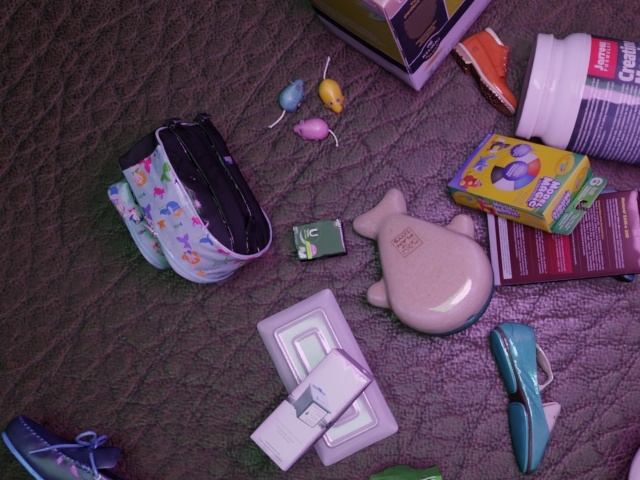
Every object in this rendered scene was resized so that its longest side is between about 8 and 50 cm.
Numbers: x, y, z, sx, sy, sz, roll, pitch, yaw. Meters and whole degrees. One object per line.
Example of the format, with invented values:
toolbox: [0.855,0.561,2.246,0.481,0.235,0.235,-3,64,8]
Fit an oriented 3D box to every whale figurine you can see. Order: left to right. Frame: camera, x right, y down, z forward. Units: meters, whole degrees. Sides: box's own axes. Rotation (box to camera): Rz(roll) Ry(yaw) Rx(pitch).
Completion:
whale figurine: [0.169,0.039,1.482,0.216,0.141,0.272,-41,57,2]

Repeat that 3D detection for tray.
tray: [0.009,0.230,1.513,0.145,0.030,0.270,-27,82,2]

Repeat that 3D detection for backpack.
backpack: [-0.205,-0.053,1.472,0.191,0.225,0.253,-38,86,24]

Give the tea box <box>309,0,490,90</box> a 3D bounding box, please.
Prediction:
tea box: [0.148,-0.470,1.409,0.220,0.323,0.329,38,88,19]

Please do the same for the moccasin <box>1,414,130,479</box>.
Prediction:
moccasin: [-0.368,0.391,1.501,0.342,0.138,0.117,39,85,-6]

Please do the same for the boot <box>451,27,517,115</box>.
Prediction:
boot: [0.300,-0.289,1.524,0.085,0.059,0.158,-33,81,-3]

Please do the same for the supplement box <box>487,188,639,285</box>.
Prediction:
supplement box: [0.395,0.000,1.433,0.239,0.073,0.130,-7,83,29]

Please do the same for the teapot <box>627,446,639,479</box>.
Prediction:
teapot: [0.606,0.376,1.361,0.256,0.187,0.252,-50,59,32]

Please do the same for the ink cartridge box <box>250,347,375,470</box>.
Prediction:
ink cartridge box: [-0.008,0.265,1.425,0.082,0.139,0.190,42,89,10]

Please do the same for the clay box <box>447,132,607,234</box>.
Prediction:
clay box: [0.328,-0.093,1.427,0.222,0.053,0.127,21,66,45]

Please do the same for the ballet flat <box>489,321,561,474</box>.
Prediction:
ballet flat: [0.343,0.251,1.452,0.087,0.083,0.247,-10,85,-9]

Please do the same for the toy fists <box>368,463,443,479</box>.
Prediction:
toy fists: [0.150,0.501,1.439,0.142,0.096,0.279,-13,81,-5]

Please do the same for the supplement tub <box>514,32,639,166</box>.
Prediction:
supplement tub: [0.463,-0.224,1.430,0.272,0.191,0.191,12,85,7]

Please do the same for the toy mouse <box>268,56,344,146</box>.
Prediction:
toy mouse: [-0.028,-0.228,1.563,0.143,0.031,0.161,-19,83,4]

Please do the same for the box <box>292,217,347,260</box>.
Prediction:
box: [0.000,0.000,1.526,0.083,0.052,0.062,-9,85,4]

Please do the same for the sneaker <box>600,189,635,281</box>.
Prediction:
sneaker: [0.489,-0.011,1.471,0.073,0.063,0.162,-16,85,-3]
